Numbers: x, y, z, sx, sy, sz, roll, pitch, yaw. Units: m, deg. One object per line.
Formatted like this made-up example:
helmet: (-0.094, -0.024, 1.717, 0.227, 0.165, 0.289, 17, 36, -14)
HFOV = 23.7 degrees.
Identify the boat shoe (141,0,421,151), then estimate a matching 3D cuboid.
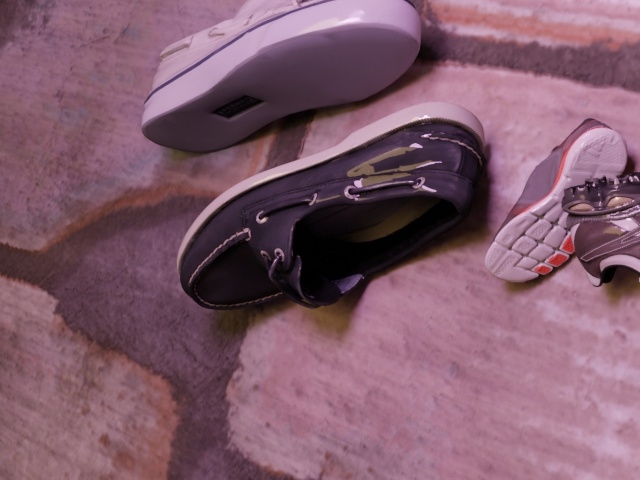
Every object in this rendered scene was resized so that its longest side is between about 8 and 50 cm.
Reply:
boat shoe: (-0.040, -0.205, 1.490, 0.367, 0.136, 0.156, -20, 59, 49)

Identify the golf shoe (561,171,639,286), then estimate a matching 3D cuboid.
golf shoe: (0.280, -0.010, 1.150, 0.198, 0.077, 0.094, -6, 94, 41)

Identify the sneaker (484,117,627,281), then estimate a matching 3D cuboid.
sneaker: (0.192, -0.034, 1.256, 0.158, 0.061, 0.065, -50, 20, 18)

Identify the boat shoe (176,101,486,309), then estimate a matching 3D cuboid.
boat shoe: (0.003, 0.002, 1.365, 0.340, 0.127, 0.113, -24, 47, 26)
